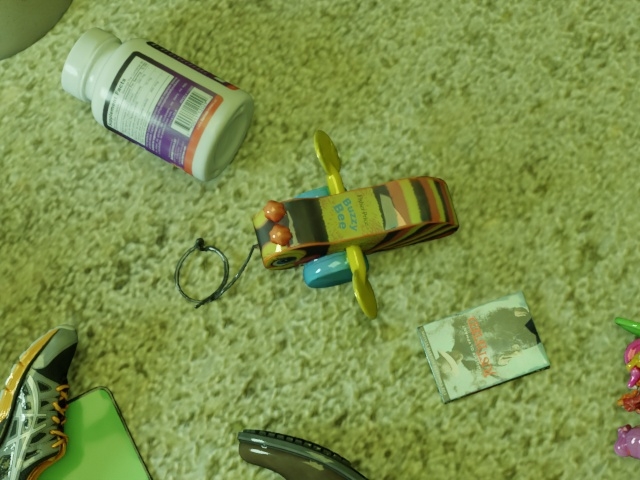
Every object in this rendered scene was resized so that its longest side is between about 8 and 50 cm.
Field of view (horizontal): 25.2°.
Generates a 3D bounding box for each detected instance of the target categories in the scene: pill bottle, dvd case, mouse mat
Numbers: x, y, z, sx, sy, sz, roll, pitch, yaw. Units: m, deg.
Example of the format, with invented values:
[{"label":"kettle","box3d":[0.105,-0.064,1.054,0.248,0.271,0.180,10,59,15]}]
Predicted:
[{"label":"pill bottle","box3d":[-0.179,-0.153,1.552,0.193,0.108,0.108,29,80,11]},{"label":"dvd case","box3d":[0.171,0.112,1.508,0.119,0.013,0.087,-19,75,0]},{"label":"mouse mat","box3d":[-0.253,0.266,1.503,0.152,0.007,0.190,-27,74,-3]}]

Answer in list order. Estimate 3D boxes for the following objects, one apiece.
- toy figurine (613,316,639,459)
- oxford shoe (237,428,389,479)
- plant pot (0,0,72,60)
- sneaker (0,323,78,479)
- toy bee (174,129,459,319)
[{"label":"toy figurine","box3d":[0.350,0.177,1.439,0.173,0.130,0.159,19,87,31]},{"label":"oxford shoe","box3d":[0.007,0.262,1.447,0.227,0.083,0.096,27,83,11]},{"label":"plant pot","box3d":[-0.419,-0.356,1.580,0.284,0.191,0.284,-1,76,5]},{"label":"sneaker","box3d":[-0.295,0.190,1.486,0.083,0.084,0.215,23,87,7]},{"label":"toy bee","box3d":[0.000,0.000,1.474,0.298,0.162,0.195,-36,78,-5]}]
